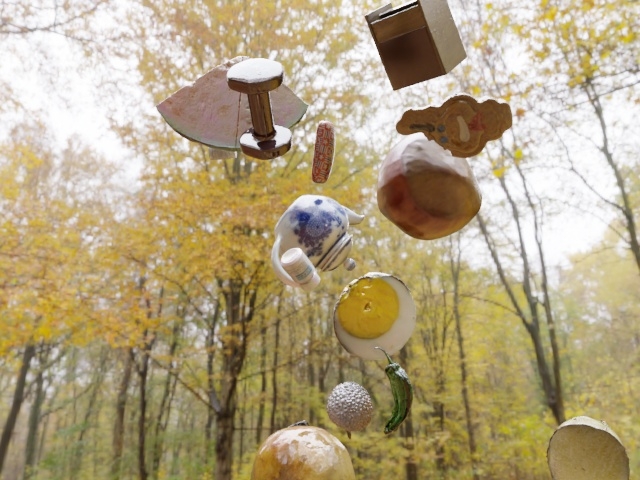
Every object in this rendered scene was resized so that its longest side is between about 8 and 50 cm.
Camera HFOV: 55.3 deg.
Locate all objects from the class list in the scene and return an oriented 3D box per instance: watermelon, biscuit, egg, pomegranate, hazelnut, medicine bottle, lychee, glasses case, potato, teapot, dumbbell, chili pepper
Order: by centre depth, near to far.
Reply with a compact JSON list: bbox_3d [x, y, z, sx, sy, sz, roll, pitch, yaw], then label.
[{"bbox_3d":[-0.040,0.061,1.264,0.052,0.052,0.089,-15,-52,28],"label":"medicine bottle"},{"bbox_3d":[0.644,0.506,1.464,0.182,0.202,0.117,-1,13,30],"label":"potato"},{"bbox_3d":[-0.145,-0.319,1.496,0.140,0.124,0.225,24,-41,29],"label":"dumbbell"},{"bbox_3d":[0.372,-0.323,1.710,0.319,0.047,0.184,8,-62,0],"label":"biscuit"},{"bbox_3d":[-0.049,0.685,1.716,0.322,0.322,0.322,-1,-25,0],"label":"pomegranate"},{"bbox_3d":[-0.243,-0.353,1.748,0.319,0.292,0.222,-42,0,-5],"label":"watermelon"},{"bbox_3d":[0.015,-0.274,1.911,0.049,0.195,0.073,12,9,32],"label":"glasses case"},{"bbox_3d":[0.240,0.477,1.935,0.122,0.279,0.065,-5,-5,32],"label":"chili pepper"},{"bbox_3d":[0.000,0.000,1.955,0.280,0.424,0.252,41,-41,5],"label":"teapot"},{"bbox_3d":[0.339,-0.176,1.997,0.365,0.366,0.366,-1,-25,0],"label":"hazelnut"},{"bbox_3d":[0.100,0.589,2.118,0.165,0.198,0.165,13,6,-1],"label":"lychee"},{"bbox_3d":[-0.339,-0.310,2.118,0.091,0.058,0.058,-5,-25,0],"label":"medicine bottle"},{"bbox_3d":[0.207,0.290,2.363,0.336,0.337,0.201,-2,-6,3],"label":"egg"}]

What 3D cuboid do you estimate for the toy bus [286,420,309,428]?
[{"bbox_3d":[0.000,0.767,1.902,0.093,0.409,0.092,-7,-31,-40],"label":"toy bus"}]

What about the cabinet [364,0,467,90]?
[{"bbox_3d":[0.259,-0.548,1.640,0.174,0.148,0.215,-7,-63,43],"label":"cabinet"}]
